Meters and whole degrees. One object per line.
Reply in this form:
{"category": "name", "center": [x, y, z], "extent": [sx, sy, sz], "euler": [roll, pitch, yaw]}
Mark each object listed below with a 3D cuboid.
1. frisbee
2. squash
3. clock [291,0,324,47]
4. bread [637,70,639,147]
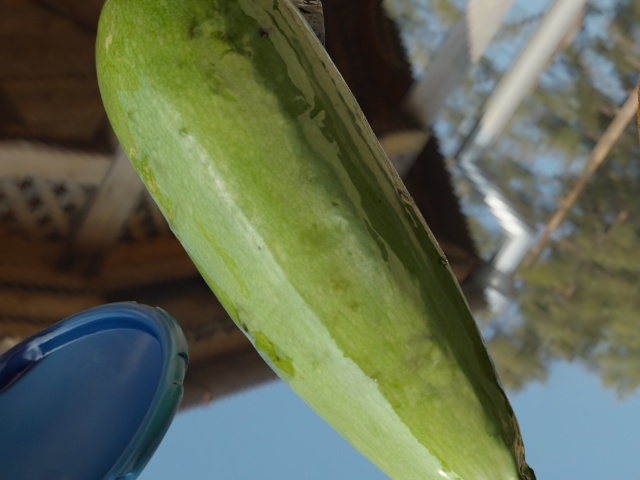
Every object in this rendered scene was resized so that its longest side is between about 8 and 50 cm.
{"category": "frisbee", "center": [-0.169, 0.132, 1.023], "extent": [0.045, 0.242, 0.242], "euler": [54, -165, -26]}
{"category": "squash", "center": [-0.006, 0.001, 0.901], "extent": [0.118, 0.118, 0.370], "euler": [-3, -123, -51]}
{"category": "clock", "center": [-0.037, -0.082, 1.553], "extent": [0.055, 0.280, 0.280], "euler": [3, -150, -6]}
{"category": "bread", "center": [0.267, -0.072, 1.141], "extent": [0.121, 0.174, 0.245], "euler": [-6, -145, 13]}
